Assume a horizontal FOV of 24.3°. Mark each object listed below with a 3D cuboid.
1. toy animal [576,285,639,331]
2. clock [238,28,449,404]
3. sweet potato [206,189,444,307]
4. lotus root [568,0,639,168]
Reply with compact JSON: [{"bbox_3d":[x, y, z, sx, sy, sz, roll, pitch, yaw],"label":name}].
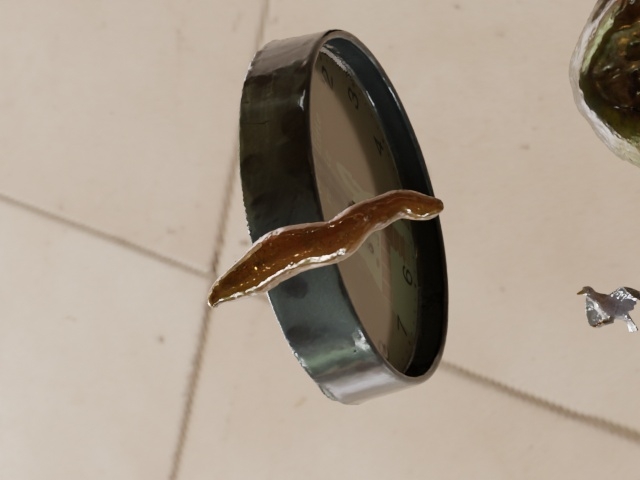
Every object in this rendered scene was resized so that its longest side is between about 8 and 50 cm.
[{"bbox_3d":[0.205,0.049,1.069,0.084,0.050,0.028,-19,62,61],"label":"toy animal"},{"bbox_3d":[0.033,-0.027,1.506,0.076,0.386,0.386,-14,90,20],"label":"clock"},{"bbox_3d":[0.000,0.002,1.035,0.179,0.044,0.044,-25,83,0],"label":"sweet potato"},{"bbox_3d":[0.326,-0.170,1.427,0.183,0.078,0.204,26,101,20],"label":"lotus root"}]
